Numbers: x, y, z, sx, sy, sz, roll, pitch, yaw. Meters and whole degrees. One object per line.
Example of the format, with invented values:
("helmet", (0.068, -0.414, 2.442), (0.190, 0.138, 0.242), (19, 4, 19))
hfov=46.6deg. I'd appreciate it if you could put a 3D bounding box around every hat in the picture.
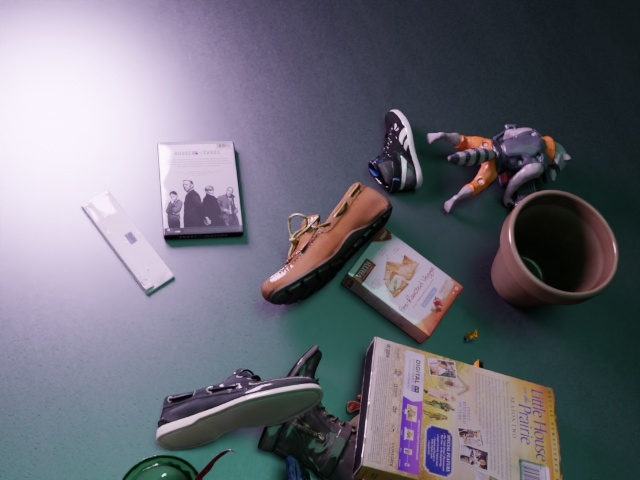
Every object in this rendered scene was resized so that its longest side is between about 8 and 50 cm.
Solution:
("hat", (-0.286, 0.460, 1.356), (0.173, 0.183, 0.208), (25, 63, -1))

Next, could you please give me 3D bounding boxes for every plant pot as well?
("plant pot", (0.507, 0.047, 1.703), (0.263, 0.229, 0.262), (5, 66, -11))

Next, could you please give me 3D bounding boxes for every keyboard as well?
("keyboard", (-0.423, 0.001, 1.626), (0.072, 0.014, 0.256), (-33, 78, -29))

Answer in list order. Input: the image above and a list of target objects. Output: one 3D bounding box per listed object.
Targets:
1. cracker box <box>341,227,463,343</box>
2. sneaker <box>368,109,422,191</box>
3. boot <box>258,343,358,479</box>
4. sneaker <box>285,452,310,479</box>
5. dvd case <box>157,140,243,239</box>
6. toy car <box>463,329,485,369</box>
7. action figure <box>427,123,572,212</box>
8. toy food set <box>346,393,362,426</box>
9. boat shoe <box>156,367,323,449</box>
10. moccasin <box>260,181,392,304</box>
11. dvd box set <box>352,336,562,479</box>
("cracker box", (0.186, 0.101, 1.693), (0.232, 0.067, 0.155), (37, 63, 5))
("sneaker", (0.166, -0.223, 1.825), (0.121, 0.079, 0.216), (-9, 70, -19))
("boot", (0.017, 0.371, 1.528), (0.229, 0.091, 0.262), (25, 74, -2))
("sneaker", (-0.066, 0.521, 1.422), (0.087, 0.083, 0.221), (2, 80, 6))
("dvd case", (-0.277, -0.119, 1.703), (0.180, 0.029, 0.238), (-3, 67, -14))
("toy car", (0.352, 0.270, 1.686), (0.041, 0.060, 0.122), (-21, 44, 24))
("action figure", (0.460, -0.161, 1.821), (0.331, 0.178, 0.341), (-11, 67, -8))
("toy food set", (0.108, 0.356, 1.589), (0.122, 0.019, 0.077), (-9, 69, -11))
("boat shoe", (-0.162, 0.308, 1.452), (0.340, 0.127, 0.113), (-23, 48, 13))
("moccasin", (0.000, -0.001, 1.657), (0.147, 0.139, 0.380), (40, 66, 13))
("dvd box set", (0.286, 0.387, 1.520), (0.421, 0.062, 0.307), (16, 46, -7))
